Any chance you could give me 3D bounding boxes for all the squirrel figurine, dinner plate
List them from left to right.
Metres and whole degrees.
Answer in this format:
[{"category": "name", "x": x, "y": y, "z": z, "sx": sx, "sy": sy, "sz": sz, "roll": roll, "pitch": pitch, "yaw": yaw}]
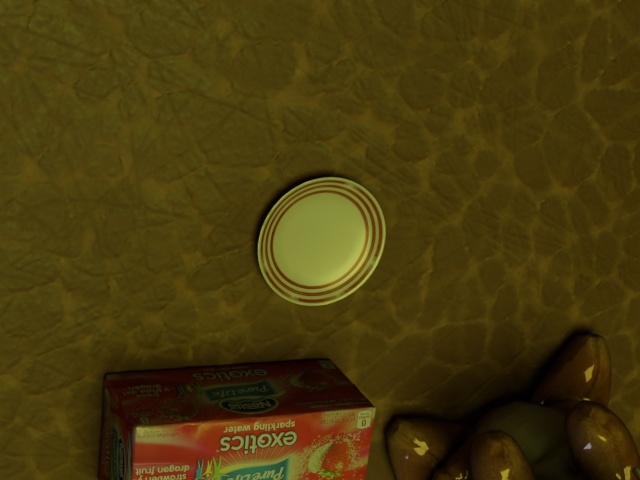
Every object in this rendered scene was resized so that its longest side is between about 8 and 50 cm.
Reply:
[{"category": "dinner plate", "x": 0.000, "y": 0.000, "z": 1.538, "sx": 0.141, "sy": 0.017, "sz": 0.141, "roll": -8, "pitch": 112, "yaw": -21}, {"category": "squirrel figurine", "x": 0.283, "y": 0.358, "z": 1.597, "sx": 0.281, "sy": 0.370, "sz": 0.396, "roll": -17, "pitch": 116, "yaw": -17}]

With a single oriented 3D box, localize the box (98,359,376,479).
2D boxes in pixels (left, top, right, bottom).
[{"category": "box", "x": -0.086, "y": 0.208, "z": 1.521, "sx": 0.257, "sy": 0.122, "sz": 0.128, "roll": -2, "pitch": 111, "yaw": -23}]
